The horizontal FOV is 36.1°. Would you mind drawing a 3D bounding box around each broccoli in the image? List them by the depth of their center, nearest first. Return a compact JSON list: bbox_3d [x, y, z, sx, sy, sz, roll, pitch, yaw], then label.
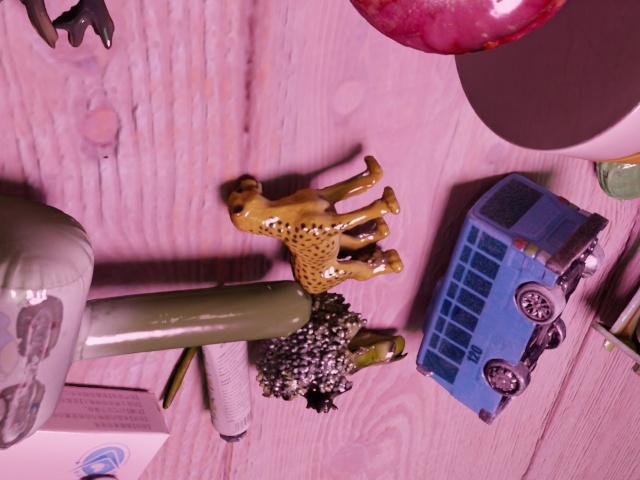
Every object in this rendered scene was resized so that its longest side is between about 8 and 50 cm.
[{"bbox_3d":[0.021,0.111,0.988,0.204,0.118,0.122,8,98,-57],"label":"broccoli"}]

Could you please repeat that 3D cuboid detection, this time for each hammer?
[{"bbox_3d":[-0.152,0.060,0.803,0.335,0.119,0.206,-3,134,-34],"label":"hammer"}]

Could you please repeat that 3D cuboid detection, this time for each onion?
[{"bbox_3d":[0.091,-0.209,0.641,0.153,0.177,0.177,-57,153,-32],"label":"onion"}]

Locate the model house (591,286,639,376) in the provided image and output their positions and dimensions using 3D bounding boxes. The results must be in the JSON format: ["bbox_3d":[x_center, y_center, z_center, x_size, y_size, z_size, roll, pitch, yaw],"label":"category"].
[{"bbox_3d":[0.513,0.072,1.084,0.324,0.300,0.340,-53,153,7],"label":"model house"}]

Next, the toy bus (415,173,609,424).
[{"bbox_3d":[0.185,0.062,0.997,0.116,0.133,0.234,-39,153,-42],"label":"toy bus"}]

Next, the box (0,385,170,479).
[{"bbox_3d":[-0.330,0.210,0.877,0.343,0.065,0.200,13,124,-41],"label":"box"}]

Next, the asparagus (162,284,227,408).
[{"bbox_3d":[-0.122,0.104,0.942,0.166,0.016,0.013,-62,169,30],"label":"asparagus"}]

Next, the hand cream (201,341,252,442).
[{"bbox_3d":[-0.093,0.132,0.968,0.067,0.042,0.194,-41,147,-35],"label":"hand cream"}]

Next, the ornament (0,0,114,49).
[{"bbox_3d":[-0.161,-0.207,0.530,0.202,0.080,0.236,29,134,-12],"label":"ornament"}]

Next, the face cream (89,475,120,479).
[{"bbox_3d":[-0.219,0.256,0.928,0.040,0.021,0.083,13,123,-41],"label":"face cream"}]

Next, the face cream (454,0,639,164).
[{"bbox_3d":[0.237,-0.165,0.729,0.179,0.218,0.218,3,130,-36],"label":"face cream"}]

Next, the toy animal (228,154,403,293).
[{"bbox_3d":[0.000,0.000,0.880,0.136,0.073,0.181,-19,152,-3],"label":"toy animal"}]

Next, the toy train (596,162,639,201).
[{"bbox_3d":[0.355,-0.092,0.989,0.149,0.081,0.099,-30,141,-2],"label":"toy train"}]
